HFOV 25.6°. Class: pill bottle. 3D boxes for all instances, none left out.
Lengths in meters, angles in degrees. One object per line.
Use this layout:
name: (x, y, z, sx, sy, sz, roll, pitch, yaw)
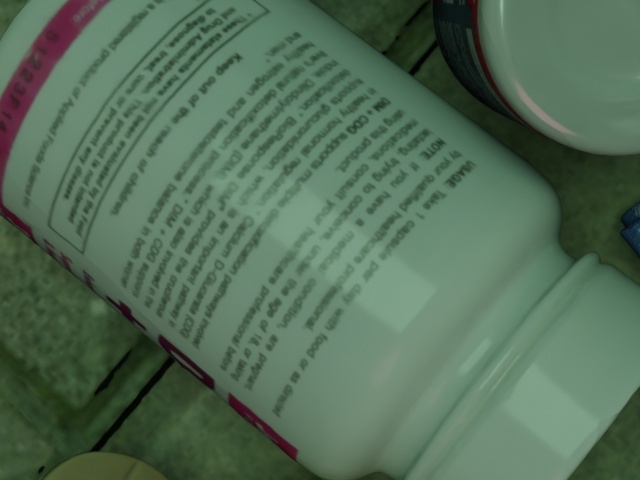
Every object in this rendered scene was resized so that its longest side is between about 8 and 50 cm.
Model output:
pill bottle: (0.103, -0.099, 0.589, 0.108, 0.180, 0.108, -1, 101, -5)
pill bottle: (0.000, 0.000, 0.605, 0.283, 0.160, 0.160, 38, 87, 12)

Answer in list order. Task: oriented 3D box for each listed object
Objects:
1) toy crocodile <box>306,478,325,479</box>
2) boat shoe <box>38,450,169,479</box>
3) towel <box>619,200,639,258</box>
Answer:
toy crocodile: (0.010, 0.271, 0.593, 0.115, 0.105, 0.340, -11, 76, -13)
boat shoe: (-0.129, 0.233, 0.617, 0.103, 0.092, 0.285, 15, 79, -17)
towel: (0.305, -0.007, 0.631, 0.285, 0.034, 0.209, -35, 80, 3)
